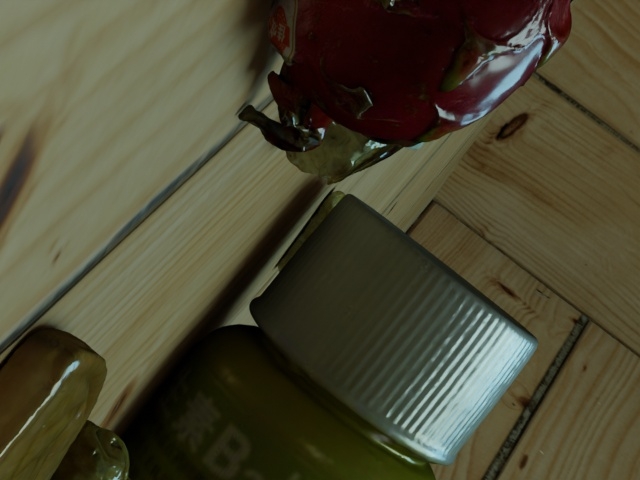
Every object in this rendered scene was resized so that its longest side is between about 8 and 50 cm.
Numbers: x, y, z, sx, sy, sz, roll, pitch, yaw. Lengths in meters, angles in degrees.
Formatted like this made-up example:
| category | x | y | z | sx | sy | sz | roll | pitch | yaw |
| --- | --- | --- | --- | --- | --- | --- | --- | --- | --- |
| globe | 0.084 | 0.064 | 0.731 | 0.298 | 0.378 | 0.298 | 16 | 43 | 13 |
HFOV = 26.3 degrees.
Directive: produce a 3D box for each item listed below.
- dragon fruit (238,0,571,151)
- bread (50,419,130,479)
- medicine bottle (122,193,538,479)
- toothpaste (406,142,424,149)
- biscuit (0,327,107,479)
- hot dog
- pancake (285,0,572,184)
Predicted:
| category | x | y | z | sx | sy | sz | roll | pitch | yaw |
| --- | --- | --- | --- | --- | --- | --- | --- | --- | --- |
| dragon fruit | 0.015 | -0.069 | 0.514 | 0.190 | 0.094 | 0.094 | -30 | -165 | 52 |
| bread | -0.139 | 0.140 | 0.694 | 0.110 | 0.060 | 0.066 | -55 | -168 | -2 |
| medicine bottle | -0.024 | 0.170 | 1.037 | 0.384 | 0.224 | 0.224 | -52 | 176 | 3 |
| toothpaste | 0.118 | -0.157 | 1.181 | 0.052 | 0.033 | 0.218 | -54 | 175 | -43 |
| biscuit | -0.149 | 0.116 | 0.588 | 0.220 | 0.029 | 0.142 | -55 | 175 | 26 |
| hot dog | 0.000 | 0.000 | 1.175 | 0.090 | 0.034 | 0.030 | -53 | 175 | 17 |
| pancake | 0.087 | -0.132 | 0.742 | 0.266 | 0.057 | 0.244 | -44 | 172 | -29 |
